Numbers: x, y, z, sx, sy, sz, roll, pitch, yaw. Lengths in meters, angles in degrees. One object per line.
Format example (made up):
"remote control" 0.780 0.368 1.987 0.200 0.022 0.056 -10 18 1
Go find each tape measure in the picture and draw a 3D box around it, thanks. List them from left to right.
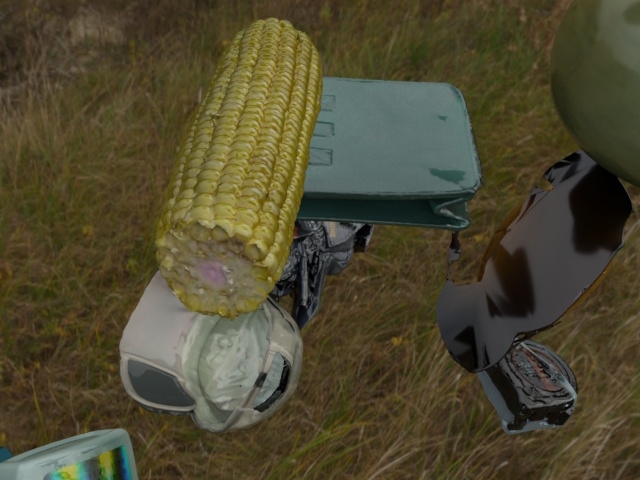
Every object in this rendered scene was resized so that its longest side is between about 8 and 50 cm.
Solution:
"tape measure" 0.395 0.274 1.324 0.181 0.107 0.182 7 35 -23

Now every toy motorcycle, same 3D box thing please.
"toy motorcycle" 0.000 0.000 1.189 0.173 0.108 0.307 52 57 -28

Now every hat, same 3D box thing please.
"hat" -0.156 0.151 0.997 0.275 0.161 0.232 23 75 13

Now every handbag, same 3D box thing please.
"handbag" 0.080 -0.123 0.997 0.274 0.100 0.269 0 46 -2

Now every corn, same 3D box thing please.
"corn" -0.045 -0.064 0.449 0.081 0.081 0.248 13 44 -4

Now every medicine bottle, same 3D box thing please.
"medicine bottle" -0.210 0.295 0.620 0.121 0.083 0.229 -6 82 -56

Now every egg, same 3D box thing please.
"egg" 0.351 -0.139 0.617 0.295 0.218 0.218 34 50 24

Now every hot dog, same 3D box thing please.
"hot dog" 0.301 0.032 1.007 0.194 0.326 0.107 57 14 19

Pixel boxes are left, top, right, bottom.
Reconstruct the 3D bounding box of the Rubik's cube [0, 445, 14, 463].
"Rubik's cube" -0.365 0.390 0.868 0.234 0.250 0.284 24 47 -7
